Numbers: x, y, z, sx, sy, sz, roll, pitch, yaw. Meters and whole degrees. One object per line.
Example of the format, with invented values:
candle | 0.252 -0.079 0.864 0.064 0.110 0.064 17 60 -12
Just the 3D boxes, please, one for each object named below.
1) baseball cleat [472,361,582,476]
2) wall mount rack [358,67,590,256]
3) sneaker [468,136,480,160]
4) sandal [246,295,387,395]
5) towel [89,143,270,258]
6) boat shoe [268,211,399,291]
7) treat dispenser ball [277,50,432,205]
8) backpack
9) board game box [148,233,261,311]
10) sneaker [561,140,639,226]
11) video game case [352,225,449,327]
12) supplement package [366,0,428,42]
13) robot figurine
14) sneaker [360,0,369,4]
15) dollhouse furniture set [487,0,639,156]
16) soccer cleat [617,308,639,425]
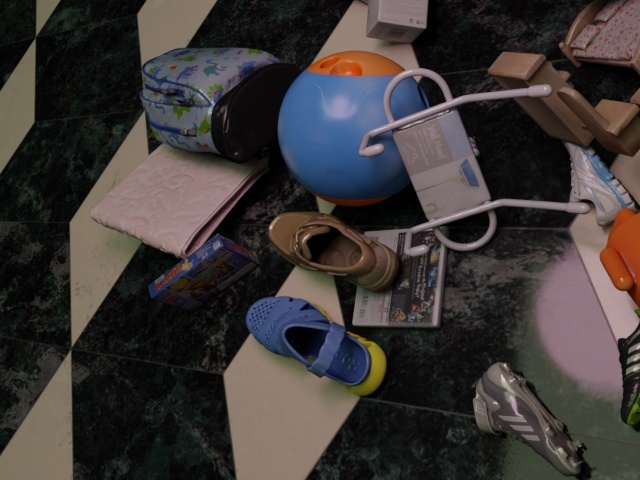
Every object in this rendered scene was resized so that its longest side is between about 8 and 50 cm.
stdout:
baseball cleat | 0.313 0.291 1.106 0.109 0.072 0.206 -50 46 23
wall mount rack | 0.243 -0.116 1.148 0.304 0.350 0.130 -18 26 19
sneaker | 0.251 -0.171 1.357 0.098 0.038 0.069 -14 61 18
sandal | -0.029 0.177 1.329 0.317 0.138 0.126 18 82 39
towel | -0.320 -0.113 1.630 0.332 0.053 0.317 18 56 37
boat shoe | 0.000 0.000 1.387 0.341 0.110 0.121 18 83 46
treat dispenser ball | 0.064 -0.208 1.335 0.288 0.288 0.288 -14 63 29
backpack | -0.244 -0.315 1.613 0.356 0.273 0.290 1 35 48
board game box | -0.245 0.074 1.516 0.201 0.136 0.035 -35 57 16
sneaker | 0.439 -0.104 1.183 0.083 0.071 0.190 -39 53 22
video game case | 0.149 0.069 1.329 0.173 0.022 0.190 -4 67 33
supplement package | 0.161 -0.515 1.472 0.105 0.105 0.179 5 86 -10
robot figurine | 0.498 0.040 1.023 0.128 0.158 0.219 -43 33 23
sneaker | 0.032 -0.632 1.640 0.319 0.131 0.112 24 85 38
dollhouse furniture set | 0.464 -0.342 1.122 0.355 0.174 0.303 -51 24 4
soccer cleat | 0.468 0.184 1.049 0.072 0.060 0.178 12 70 46
